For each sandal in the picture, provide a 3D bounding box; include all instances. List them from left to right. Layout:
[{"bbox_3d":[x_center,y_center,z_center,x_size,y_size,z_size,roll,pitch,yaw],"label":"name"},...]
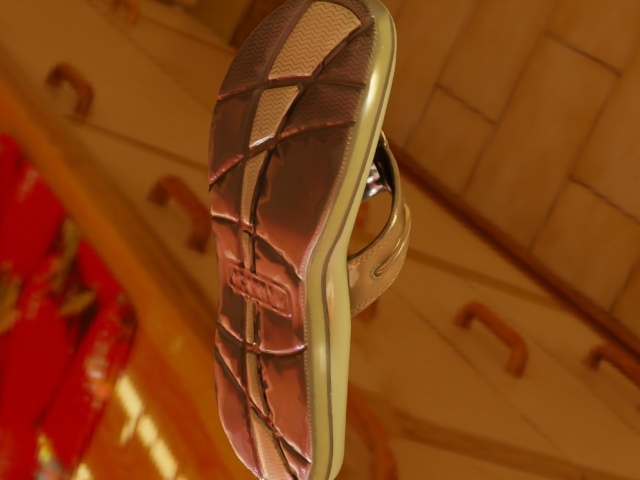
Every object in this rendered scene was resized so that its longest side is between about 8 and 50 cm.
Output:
[{"bbox_3d":[-0.001,0.001,0.830,0.120,0.086,0.303,35,129,44],"label":"sandal"}]
